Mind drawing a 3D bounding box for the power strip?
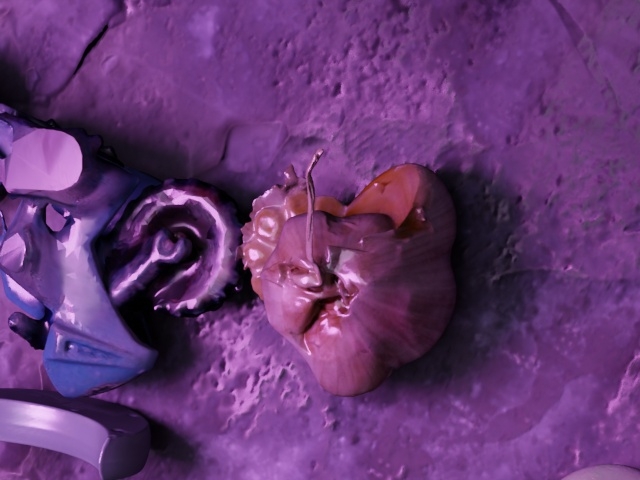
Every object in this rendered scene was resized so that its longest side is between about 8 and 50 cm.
[{"bbox_3d":[-0.247,0.171,1.772,0.216,0.137,0.044,11,98,28],"label":"power strip"}]

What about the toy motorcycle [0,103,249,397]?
[{"bbox_3d":[-0.270,-0.009,1.772,0.416,0.172,0.232,27,92,13],"label":"toy motorcycle"}]

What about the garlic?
[{"bbox_3d":[0.000,0.000,1.634,0.207,0.257,0.207,-19,45,20],"label":"garlic"}]

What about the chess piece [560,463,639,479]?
[{"bbox_3d":[0.203,0.247,1.503,0.139,0.271,0.139,-2,85,22],"label":"chess piece"}]
